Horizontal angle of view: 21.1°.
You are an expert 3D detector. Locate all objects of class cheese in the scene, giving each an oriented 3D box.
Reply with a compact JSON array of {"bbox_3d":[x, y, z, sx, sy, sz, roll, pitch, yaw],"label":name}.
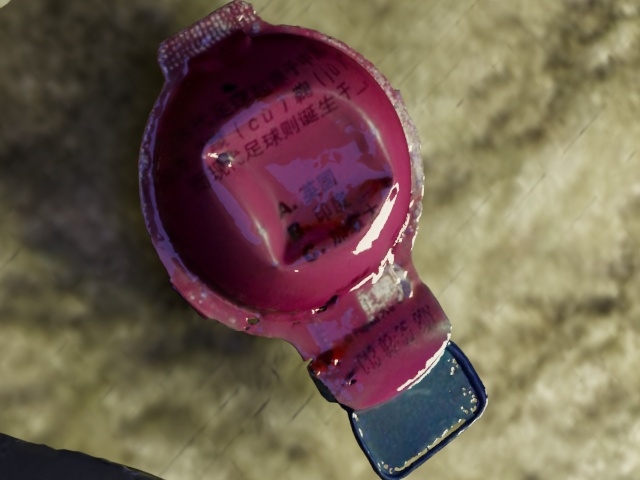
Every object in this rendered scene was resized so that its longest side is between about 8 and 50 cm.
[{"bbox_3d":[0.000,0.000,0.832,0.155,0.062,0.244,-35,103,-22],"label":"cheese"}]

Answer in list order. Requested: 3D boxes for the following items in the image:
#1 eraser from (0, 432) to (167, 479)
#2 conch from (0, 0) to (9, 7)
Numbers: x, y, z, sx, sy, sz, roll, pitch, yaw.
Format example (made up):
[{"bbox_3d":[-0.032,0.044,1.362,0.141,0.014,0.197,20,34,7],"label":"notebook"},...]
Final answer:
[{"bbox_3d":[-0.164,0.122,0.681,0.353,0.077,0.111,15,79,4],"label":"eraser"},{"bbox_3d":[-0.232,-0.125,0.714,0.255,0.127,0.158,-11,123,-4],"label":"conch"}]
